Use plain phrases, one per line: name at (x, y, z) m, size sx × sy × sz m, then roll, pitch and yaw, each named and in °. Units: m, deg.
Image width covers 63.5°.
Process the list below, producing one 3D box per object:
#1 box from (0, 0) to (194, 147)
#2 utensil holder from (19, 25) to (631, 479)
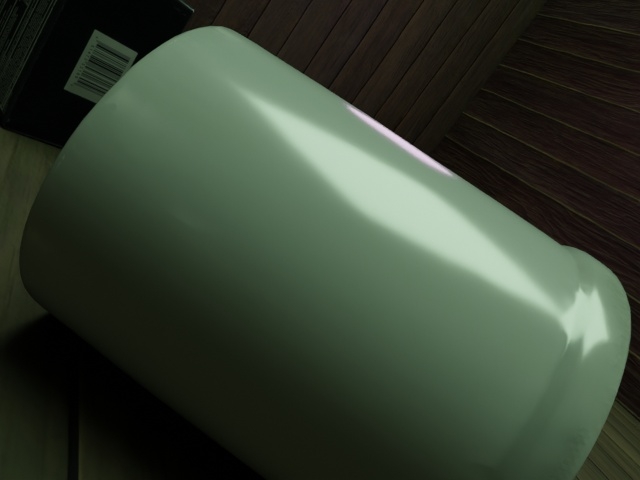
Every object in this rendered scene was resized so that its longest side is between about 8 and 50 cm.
box at (-0.405, -0.344, 0.856) m, size 0.182 × 0.296 × 0.294 m, roll 19°, pitch 22°, yaw -52°
utensil holder at (-0.002, 0.042, 0.476) m, size 0.385 × 0.328 × 0.327 m, roll 36°, pitch 13°, yaw 3°
